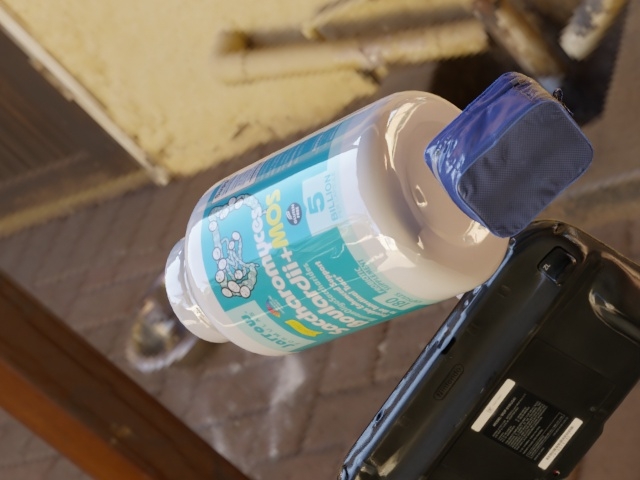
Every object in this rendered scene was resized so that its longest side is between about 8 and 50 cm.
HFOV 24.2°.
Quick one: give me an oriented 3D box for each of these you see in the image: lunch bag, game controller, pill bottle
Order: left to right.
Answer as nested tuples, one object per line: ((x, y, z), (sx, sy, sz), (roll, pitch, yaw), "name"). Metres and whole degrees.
((0.000, 0.000, 1.097), (0.264, 0.146, 0.146), (-24, 36, 44), "pill bottle")
((0.153, 0.137, 1.246), (0.319, 0.166, 0.067), (-55, 22, 18), "game controller")
((0.119, -0.059, 0.946), (0.098, 0.067, 0.065), (-42, 32, 1), "lunch bag")

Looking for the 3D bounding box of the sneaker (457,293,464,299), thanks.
((0.149, 0.060, 1.426), (0.098, 0.038, 0.069), (-30, 30, 59), "sneaker")
